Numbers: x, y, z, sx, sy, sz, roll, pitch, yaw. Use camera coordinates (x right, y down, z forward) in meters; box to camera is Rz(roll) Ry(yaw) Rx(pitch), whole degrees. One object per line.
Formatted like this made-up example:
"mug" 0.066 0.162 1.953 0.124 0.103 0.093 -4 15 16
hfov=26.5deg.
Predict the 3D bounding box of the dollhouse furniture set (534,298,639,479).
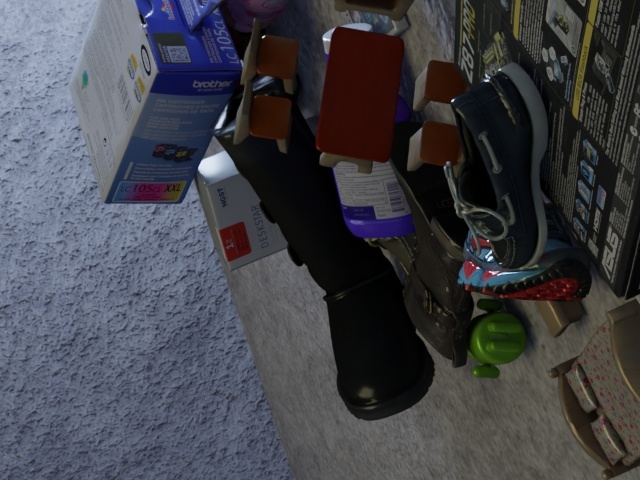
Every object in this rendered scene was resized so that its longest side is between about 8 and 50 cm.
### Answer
"dollhouse furniture set" 0.279 0.187 1.335 0.303 0.173 0.356 100 145 -68

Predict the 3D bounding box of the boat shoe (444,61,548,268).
"boat shoe" 0.159 -0.052 1.235 0.254 0.079 0.095 80 163 -57

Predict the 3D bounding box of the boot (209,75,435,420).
"boot" 0.000 -0.001 1.960 0.445 0.146 0.367 62 -173 -22

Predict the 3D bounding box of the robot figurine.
"robot figurine" 0.221 0.125 1.728 0.115 0.067 0.101 151 121 -80

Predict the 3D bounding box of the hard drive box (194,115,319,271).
"hard drive box" -0.080 -0.079 2.283 0.089 0.232 0.181 -128 19 -52

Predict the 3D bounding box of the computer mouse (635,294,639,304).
"computer mouse" 0.309 0.046 1.234 0.106 0.042 0.193 31 -153 -57

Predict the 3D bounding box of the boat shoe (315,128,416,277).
"boat shoe" 0.090 -0.044 1.939 0.109 0.091 0.305 108 138 -72

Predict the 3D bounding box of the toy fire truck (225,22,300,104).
"toy fire truck" -0.183 -0.268 2.358 0.158 0.246 0.217 111 135 -72

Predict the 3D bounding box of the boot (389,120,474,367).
"boot" 0.133 0.005 1.721 0.229 0.091 0.263 100 153 -50

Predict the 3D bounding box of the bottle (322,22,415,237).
"bottle" 0.064 -0.142 1.786 0.092 0.118 0.283 -58 -41 -56

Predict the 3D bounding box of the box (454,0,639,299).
"box" 0.221 -0.182 1.114 0.318 0.097 0.395 57 166 32

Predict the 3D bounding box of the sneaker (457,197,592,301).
"sneaker" 0.207 -0.001 1.442 0.262 0.104 0.125 -176 89 -76

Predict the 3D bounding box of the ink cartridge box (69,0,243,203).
"ink cartridge box" -0.261 -0.276 2.152 0.395 0.151 0.270 -60 43 48

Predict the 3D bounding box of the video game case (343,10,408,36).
"video game case" 0.051 -0.332 1.763 0.190 0.022 0.173 159 89 -78

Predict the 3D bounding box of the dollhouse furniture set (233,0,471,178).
"dollhouse furniture set" 0.051 -0.210 1.495 0.135 0.262 0.259 113 165 -71

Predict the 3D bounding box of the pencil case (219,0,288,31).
"pencil case" -0.090 -0.403 2.046 0.284 0.124 0.124 149 98 -77
